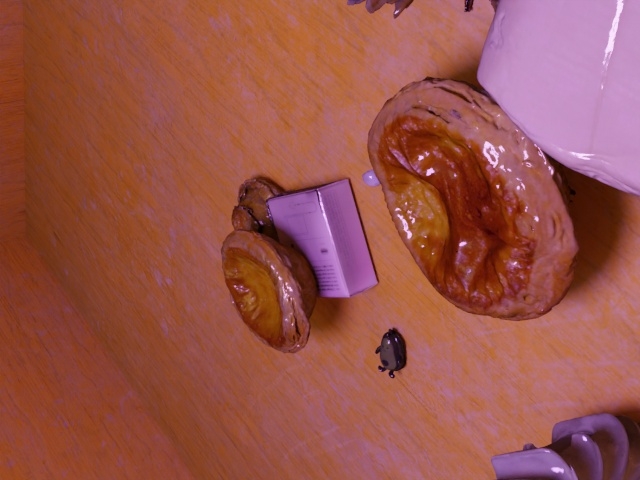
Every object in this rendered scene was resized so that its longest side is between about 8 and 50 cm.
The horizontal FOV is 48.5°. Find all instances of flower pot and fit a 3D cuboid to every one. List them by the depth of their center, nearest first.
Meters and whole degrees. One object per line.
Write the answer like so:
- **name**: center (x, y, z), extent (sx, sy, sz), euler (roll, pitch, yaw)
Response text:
- **flower pot**: center (0.421, 0.415, 1.113), extent (0.164, 0.367, 0.254), euler (-35, 73, 51)

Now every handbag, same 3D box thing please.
- **handbag**: center (0.157, 0.246, 1.594), extent (0.072, 0.047, 0.111), euler (22, 126, 42)

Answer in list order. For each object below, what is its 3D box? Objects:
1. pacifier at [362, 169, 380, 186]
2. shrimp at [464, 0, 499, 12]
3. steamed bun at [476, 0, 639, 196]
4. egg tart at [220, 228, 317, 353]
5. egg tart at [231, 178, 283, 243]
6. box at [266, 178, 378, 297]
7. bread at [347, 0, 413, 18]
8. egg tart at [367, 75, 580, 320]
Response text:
- **pacifier**: center (0.130, -0.142, 1.390), extent (0.150, 0.116, 0.127), euler (41, 161, 25)
- **shrimp**: center (0.278, -0.383, 1.165), extent (0.091, 0.025, 0.127), euler (-26, 82, 52)
- **steamed bun**: center (0.439, -0.240, 0.835), extent (0.456, 0.289, 0.371), euler (42, 139, 30)
- **egg tart**: center (-0.104, 0.106, 1.616), extent (0.319, 0.128, 0.319), euler (35, 138, 40)
- **egg tart**: center (-0.149, -0.038, 1.782), extent (0.241, 0.105, 0.241), euler (30, 133, 39)
- **box**: center (0.000, 0.000, 1.615), extent (0.203, 0.106, 0.252), euler (-8, 101, 52)
- **bread**: center (0.126, -0.510, 1.118), extent (0.370, 0.191, 0.315), euler (131, 140, -65)
- **egg tart**: center (0.264, -0.077, 1.169), extent (0.443, 0.178, 0.443), euler (46, 152, 32)
